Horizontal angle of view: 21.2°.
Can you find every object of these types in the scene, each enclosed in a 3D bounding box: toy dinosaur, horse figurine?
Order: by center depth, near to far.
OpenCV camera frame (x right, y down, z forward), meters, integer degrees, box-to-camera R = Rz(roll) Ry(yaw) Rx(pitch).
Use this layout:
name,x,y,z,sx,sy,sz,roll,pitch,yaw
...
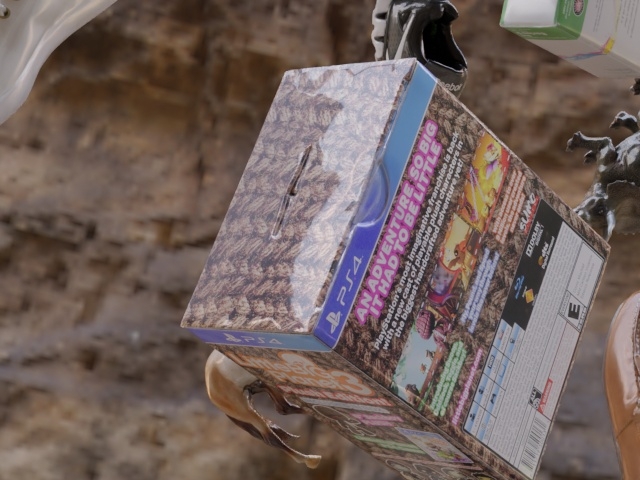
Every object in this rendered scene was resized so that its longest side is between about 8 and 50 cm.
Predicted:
name,x,y,z,sx,sy,sz,roll,pitch,yaw
horse figurine,-0.049,0.121,1.678,0.174,0.066,0.263,29,-45,7
toy dinosaur,0.443,-0.119,2.316,0.160,0.313,0.121,46,-4,30

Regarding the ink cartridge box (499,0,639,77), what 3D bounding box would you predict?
name,x,y,z,sx,sy,sz,roll,pitch,yaw
ink cartridge box,0.323,-0.296,2.046,0.093,0.154,0.212,5,-9,46

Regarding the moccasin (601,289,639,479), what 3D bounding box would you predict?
name,x,y,z,sx,sy,sz,roll,pitch,yaw
moccasin,0.425,0.221,2.069,0.139,0.380,0.147,27,-41,-24

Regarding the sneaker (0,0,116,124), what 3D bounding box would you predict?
name,x,y,z,sx,sy,sz,roll,pitch,yaw
sneaker,-0.253,-0.185,1.304,0.106,0.290,0.123,18,-41,21

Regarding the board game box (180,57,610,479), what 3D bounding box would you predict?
name,x,y,z,sx,sy,sz,roll,pitch,yaw
board game box,0.070,0.035,1.351,0.141,0.232,0.291,0,-30,44

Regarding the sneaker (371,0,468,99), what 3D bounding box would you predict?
name,x,y,z,sx,sy,sz,roll,pitch,yaw
sneaker,0.104,-0.151,1.794,0.078,0.234,0.106,-4,8,-41
